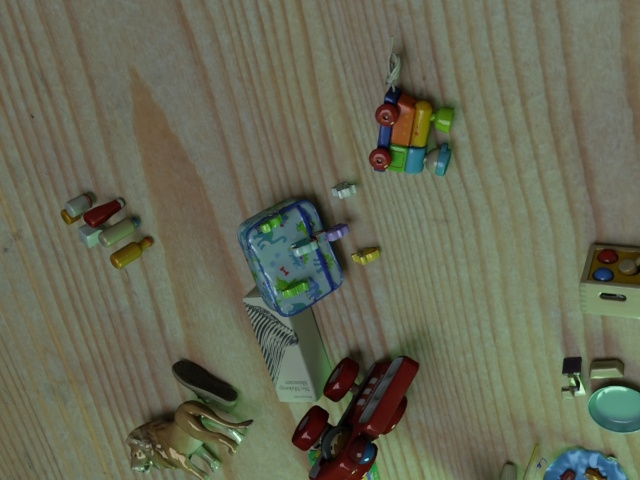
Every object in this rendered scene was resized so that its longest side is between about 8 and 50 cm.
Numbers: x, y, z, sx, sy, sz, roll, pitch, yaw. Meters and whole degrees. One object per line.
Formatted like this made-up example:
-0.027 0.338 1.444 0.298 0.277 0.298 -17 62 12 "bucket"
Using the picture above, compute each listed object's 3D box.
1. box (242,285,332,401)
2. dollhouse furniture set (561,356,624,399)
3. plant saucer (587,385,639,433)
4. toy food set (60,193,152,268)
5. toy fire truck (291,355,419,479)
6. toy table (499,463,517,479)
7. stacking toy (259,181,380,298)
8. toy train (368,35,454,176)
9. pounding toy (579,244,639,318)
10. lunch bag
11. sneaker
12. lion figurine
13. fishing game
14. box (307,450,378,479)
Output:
-0.070 0.224 1.916 0.113 0.094 0.275 -7 112 31 "box"
0.532 0.285 1.651 0.114 0.091 0.081 -9 126 28 "dollhouse furniture set"
0.584 0.325 1.668 0.119 0.021 0.119 11 125 17 "plant saucer"
-0.510 -0.044 2.024 0.232 0.104 0.111 34 142 29 "toy food set"
0.081 0.378 1.781 0.169 0.302 0.254 35 163 -4 "toy fire truck"
0.377 0.625 1.819 0.274 0.252 0.161 5 137 -9 "toy table"
0.000 0.000 1.704 0.052 0.221 0.167 23 135 63 "stacking toy"
0.178 -0.235 1.542 0.143 0.105 0.248 13 121 9 "toy train"
0.538 0.056 1.498 0.141 0.130 0.100 5 130 26 "pounding toy"
-0.059 0.031 1.762 0.090 0.176 0.219 16 130 64 "lunch bag"
-0.296 0.374 2.134 0.188 0.066 0.071 29 131 13 "sneaker"
-0.338 0.493 2.174 0.240 0.142 0.392 39 126 1 "lion figurine"
0.543 0.520 1.741 0.264 0.041 0.189 25 92 15 "fishing game"
0.051 0.570 2.073 0.179 0.043 0.105 2 116 28 "box"
